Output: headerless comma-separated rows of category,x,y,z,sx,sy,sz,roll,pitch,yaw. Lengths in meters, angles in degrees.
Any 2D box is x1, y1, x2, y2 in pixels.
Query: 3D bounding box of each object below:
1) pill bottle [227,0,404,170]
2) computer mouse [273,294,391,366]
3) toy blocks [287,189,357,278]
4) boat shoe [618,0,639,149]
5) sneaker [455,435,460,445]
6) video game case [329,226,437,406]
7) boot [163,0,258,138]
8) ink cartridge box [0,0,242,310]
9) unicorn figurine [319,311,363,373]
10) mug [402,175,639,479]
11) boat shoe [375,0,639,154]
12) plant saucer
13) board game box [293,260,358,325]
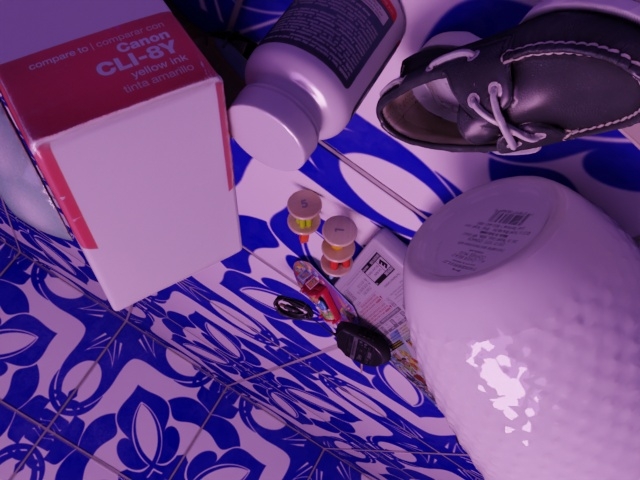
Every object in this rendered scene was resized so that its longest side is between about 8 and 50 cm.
pill bottle,-0.006,-0.157,0.591,0.108,0.180,0.108,26,154,13
computer mouse,0.022,0.156,1.169,0.242,0.041,0.071,27,136,16
toy blocks,0.000,0.000,1.010,0.123,0.054,0.148,38,156,18
boat shoe,0.289,-0.107,0.480,0.335,0.095,0.112,45,176,-19
sneaker,0.430,0.533,1.452,0.283,0.124,0.107,26,154,12
video game case,0.158,0.145,1.071,0.300,0.036,0.329,44,156,5
boot,-0.130,-0.234,0.753,0.106,0.082,0.219,-23,114,29
ink cartridge box,-0.245,-0.166,0.670,0.384,0.161,0.279,54,161,25
unicorn figurine,0.063,0.186,1.317,0.162,0.060,0.111,46,157,6
mug,0.225,0.094,0.738,0.328,0.276,0.374,56,174,-24
boat shoe,0.143,-0.109,0.501,0.114,0.091,0.302,48,172,-17
plant saucer,-0.284,-0.080,0.577,0.195,0.038,0.195,53,159,30
board game box,-0.003,0.114,1.198,0.168,0.033,0.133,45,156,10
